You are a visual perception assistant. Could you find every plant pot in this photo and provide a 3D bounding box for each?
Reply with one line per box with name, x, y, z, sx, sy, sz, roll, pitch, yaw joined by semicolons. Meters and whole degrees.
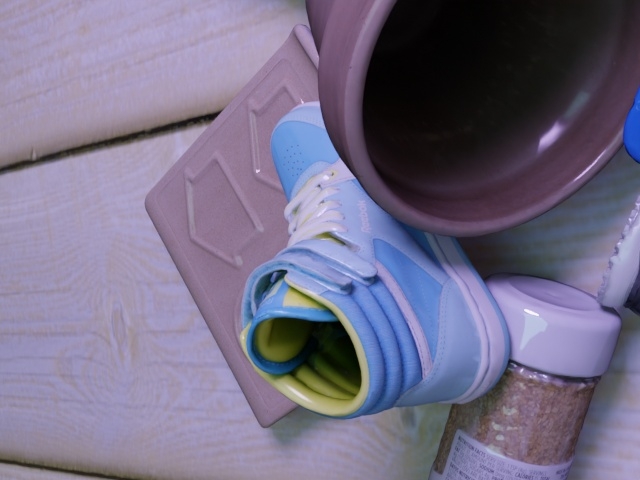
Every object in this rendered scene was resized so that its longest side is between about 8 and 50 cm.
plant pot;0.098;-0.170;0.576;0.263;0.263;0.229;-62;35;23

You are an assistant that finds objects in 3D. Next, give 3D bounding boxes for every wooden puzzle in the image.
wooden puzzle;-0.030;-0.005;0.816;0.348;0.080;0.322;-42;71;36

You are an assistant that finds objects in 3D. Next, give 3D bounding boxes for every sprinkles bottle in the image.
sprinkles bottle;0.162;0.212;0.671;0.121;0.121;0.356;22;107;32

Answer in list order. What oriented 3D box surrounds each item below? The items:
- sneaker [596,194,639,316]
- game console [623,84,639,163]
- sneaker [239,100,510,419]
sneaker;0.333;-0.053;0.545;0.146;0.102;0.294;28;114;24
game console;0.379;-0.138;0.452;0.250;0.173;0.293;26;98;41
sneaker;0.000;0.000;0.595;0.319;0.208;0.127;56;130;27
